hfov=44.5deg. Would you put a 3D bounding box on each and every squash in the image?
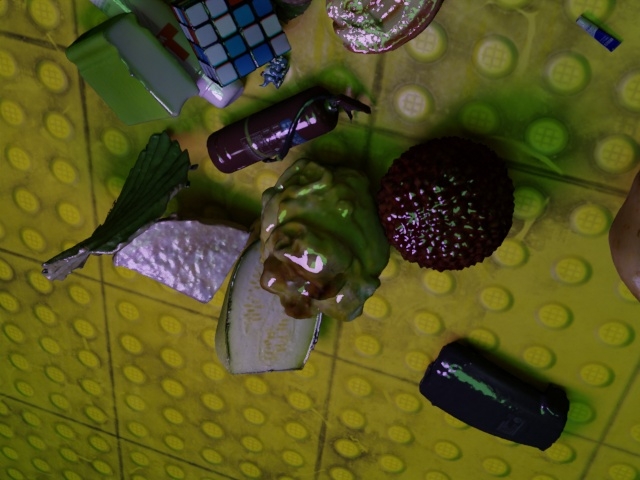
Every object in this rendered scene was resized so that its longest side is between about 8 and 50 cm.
[{"bbox_3d":[-0.103,0.133,1.785,0.233,0.210,0.309,2,138,-22],"label":"squash"}]

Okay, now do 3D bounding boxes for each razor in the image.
[{"bbox_3d":[0.399,0.365,1.805,0.326,0.107,0.189,26,131,3],"label":"razor"}]

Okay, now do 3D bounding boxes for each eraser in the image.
[{"bbox_3d":[-0.380,-0.334,1.548,0.210,0.092,0.274,49,159,-24],"label":"eraser"}]

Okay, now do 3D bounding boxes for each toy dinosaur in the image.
[{"bbox_3d":[-0.092,-0.334,1.548,0.047,0.031,0.083,31,130,1],"label":"toy dinosaur"}]

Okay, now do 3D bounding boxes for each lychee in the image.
[{"bbox_3d":[0.235,-0.069,1.474,0.264,0.300,0.265,-2,85,17],"label":"lychee"}]

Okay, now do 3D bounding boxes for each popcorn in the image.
[{"bbox_3d":[0.000,-0.006,1.590,0.312,0.312,0.312,12,128,15],"label":"popcorn"}]

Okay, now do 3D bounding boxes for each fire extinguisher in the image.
[{"bbox_3d":[-0.065,-0.223,1.582,0.341,0.105,0.141,-17,156,31],"label":"fire extinguisher"}]

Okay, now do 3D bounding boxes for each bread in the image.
[{"bbox_3d":[0.109,-0.429,1.334,0.190,0.123,0.244,36,131,-7],"label":"bread"}]

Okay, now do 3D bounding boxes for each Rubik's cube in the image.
[{"bbox_3d":[-0.165,-0.389,1.423,0.151,0.154,0.155,-28,116,-7],"label":"Rubik's cube"}]

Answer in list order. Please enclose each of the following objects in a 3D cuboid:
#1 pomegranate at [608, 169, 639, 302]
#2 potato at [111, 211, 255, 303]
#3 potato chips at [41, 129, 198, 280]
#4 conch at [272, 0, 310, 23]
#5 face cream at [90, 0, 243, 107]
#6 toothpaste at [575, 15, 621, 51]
[{"bbox_3d":[0.655,-0.004,1.297,0.332,0.333,0.333,12,128,15],"label":"pomegranate"},{"bbox_3d":[-0.311,-0.001,1.775,0.264,0.189,0.211,24,102,-17],"label":"potato"},{"bbox_3d":[-0.421,-0.070,1.661,0.373,0.389,0.097,-23,120,42],"label":"potato chips"},{"bbox_3d":[-0.052,-0.482,1.397,0.155,0.130,0.207,60,158,17],"label":"conch"},{"bbox_3d":[-0.299,-0.396,1.546,0.345,0.102,0.102,42,130,-8],"label":"face cream"},{"bbox_3d":[0.465,-0.348,1.311,0.083,0.015,0.024,34,139,-10],"label":"toothpaste"}]
